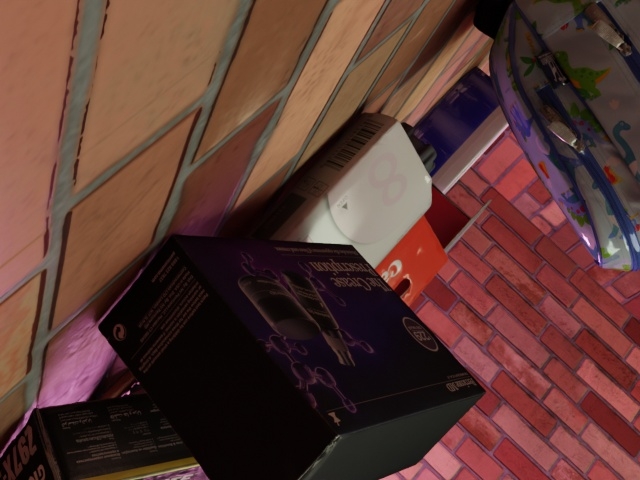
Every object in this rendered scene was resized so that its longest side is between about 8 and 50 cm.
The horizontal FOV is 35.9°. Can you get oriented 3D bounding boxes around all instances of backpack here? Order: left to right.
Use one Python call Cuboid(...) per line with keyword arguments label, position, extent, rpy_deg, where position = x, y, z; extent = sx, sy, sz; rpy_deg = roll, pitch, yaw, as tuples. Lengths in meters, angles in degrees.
Cuboid(label="backpack", position=(0.307, -0.143, 1.028), extent=(0.273, 0.355, 0.290), rpy_deg=(-46, 177, 5))

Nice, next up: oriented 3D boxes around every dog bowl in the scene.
Cuboid(label="dog bowl", position=(0.212, -0.159, 1.655), extent=(0.265, 0.104, 0.265), rpy_deg=(-46, 175, -5))

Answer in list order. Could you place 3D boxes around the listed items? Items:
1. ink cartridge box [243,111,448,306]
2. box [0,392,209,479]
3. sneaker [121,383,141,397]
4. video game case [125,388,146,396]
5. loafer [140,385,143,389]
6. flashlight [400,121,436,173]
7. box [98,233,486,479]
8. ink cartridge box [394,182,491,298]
Cuboid(label="ink cartridge box", position=(0.047, 0.017, 0.983), extent=(0.189, 0.232, 0.066), rpy_deg=(-48, -143, -15))
Cuboid(label="box", position=(-0.147, 0.226, 0.894), extent=(0.322, 0.079, 0.257), rpy_deg=(-1, 144, -43))
Cuboid(label="sneaker", position=(-0.167, 0.188, 1.131), extent=(0.224, 0.098, 0.083), rpy_deg=(-45, 176, -21))
Cuboid(label="video game case", position=(-0.076, 0.166, 1.013), extent=(0.227, 0.026, 0.206), rpy_deg=(-25, 150, 24))
Cuboid(label="loafer", position=(-0.148, 0.119, 1.072), extent=(0.125, 0.039, 0.045), rpy_deg=(-45, 133, -1))
Cuboid(label="flashlight", position=(0.000, 0.000, 1.034), extent=(0.304, 0.103, 0.103), rpy_deg=(-45, 173, -12))
Cuboid(label="box", position=(-0.009, 0.094, 0.753), extent=(0.103, 0.184, 0.261), rpy_deg=(-47, 158, 20))
Cuboid(label="ink cartridge box", position=(0.046, 0.052, 1.278), extent=(0.309, 0.130, 0.272), rpy_deg=(-44, 173, -31))
